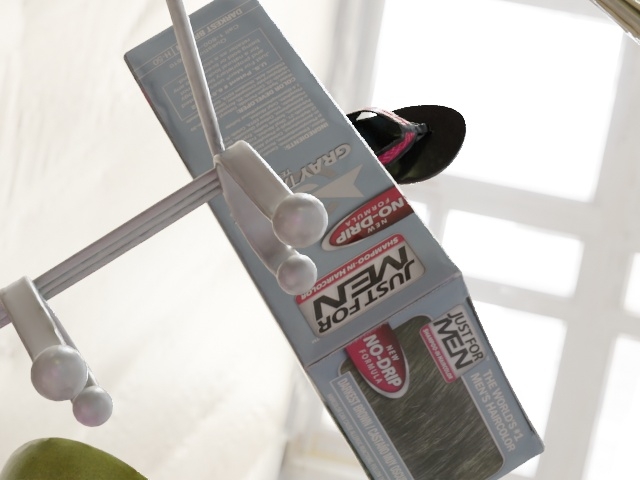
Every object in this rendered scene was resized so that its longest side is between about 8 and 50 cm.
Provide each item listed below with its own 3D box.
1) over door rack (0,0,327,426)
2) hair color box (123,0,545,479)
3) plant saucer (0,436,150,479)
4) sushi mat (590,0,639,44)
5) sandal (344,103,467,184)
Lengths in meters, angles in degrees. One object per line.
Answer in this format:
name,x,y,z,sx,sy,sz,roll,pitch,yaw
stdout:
over door rack,-0.128,-0.001,0.640,0.240,0.108,0.324,-32,-30,-8
hair color box,0.000,0.000,1.198,0.374,0.114,0.185,56,177,48
plant saucer,-0.128,0.233,1.066,0.037,0.241,0.241,-34,-41,-40
sushi mat,0.007,-0.170,0.662,0.019,0.317,0.151,-54,35,9
sandal,0.033,-0.079,1.429,0.040,0.179,0.067,89,174,-68
